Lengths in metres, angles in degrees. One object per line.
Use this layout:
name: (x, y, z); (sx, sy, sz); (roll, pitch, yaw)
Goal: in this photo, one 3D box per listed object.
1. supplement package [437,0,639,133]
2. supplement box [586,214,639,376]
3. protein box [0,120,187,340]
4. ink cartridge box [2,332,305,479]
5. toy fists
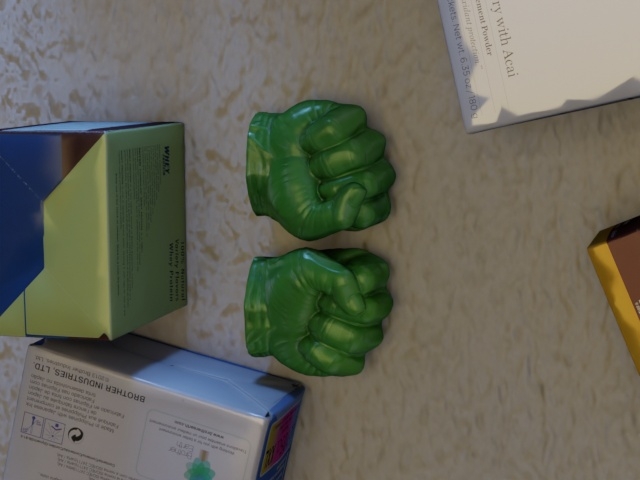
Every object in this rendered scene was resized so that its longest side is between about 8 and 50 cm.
supplement package: (0.266, -0.213, 1.299); (0.293, 0.175, 0.177); (-12, 93, 17)
supplement box: (0.374, 0.049, 1.328); (0.194, 0.129, 0.191); (-23, 90, 17)
protein box: (-0.232, -0.017, 1.453); (0.136, 0.201, 0.199); (2, 98, 16)
ink cartridge box: (-0.196, 0.312, 1.514); (0.270, 0.151, 0.395); (16, 100, 14)
toy fists: (0.000, 0.000, 1.446); (0.142, 0.096, 0.279); (3, 97, 15)
